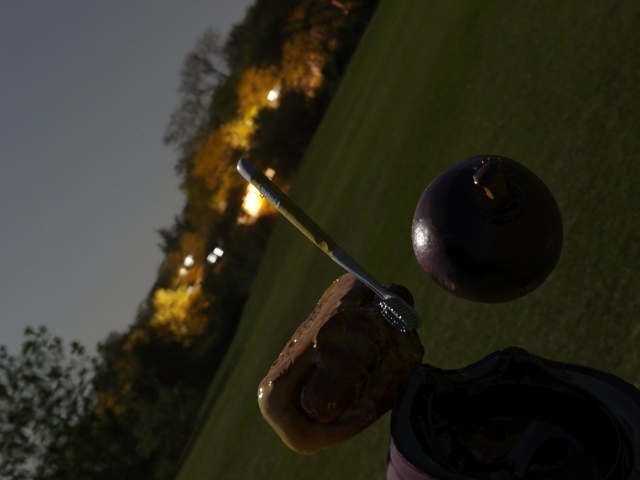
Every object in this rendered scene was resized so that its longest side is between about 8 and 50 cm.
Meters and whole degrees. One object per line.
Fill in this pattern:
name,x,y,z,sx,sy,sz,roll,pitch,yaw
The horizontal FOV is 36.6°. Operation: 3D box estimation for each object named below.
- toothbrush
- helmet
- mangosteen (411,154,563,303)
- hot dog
toothbrush,0.000,0.000,1.029,0.024,0.288,0.021,-11,-44,-50
helmet,0.236,0.283,1.182,0.271,0.339,0.197,-120,34,-52
mangosteen,0.257,-0.034,1.464,0.261,0.236,0.235,87,-154,-62
hot dog,0.041,0.149,1.250,0.153,0.150,0.256,-22,25,51
